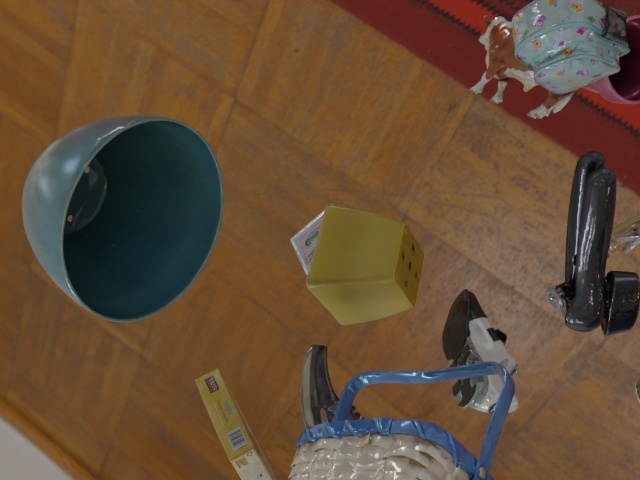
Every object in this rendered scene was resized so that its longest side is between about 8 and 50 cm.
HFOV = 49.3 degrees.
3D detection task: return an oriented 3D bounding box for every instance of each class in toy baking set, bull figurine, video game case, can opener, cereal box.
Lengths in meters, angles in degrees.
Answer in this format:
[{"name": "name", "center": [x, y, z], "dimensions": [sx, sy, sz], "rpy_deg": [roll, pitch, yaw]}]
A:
[{"name": "toy baking set", "center": [0.393, -0.017, 0.835], "dimensions": [0.256, 0.197, 0.030], "rpy_deg": [-26, 82, -2]}, {"name": "bull figurine", "center": [0.454, -0.395, 1.584], "dimensions": [0.310, 0.101, 0.188], "rpy_deg": [35, 106, 42]}, {"name": "video game case", "center": [0.000, 0.000, 1.904], "dimensions": [0.019, 0.157, 0.143], "rpy_deg": [30, 153, 42]}, {"name": "can opener", "center": [0.233, 0.007, 0.603], "dimensions": [0.073, 0.059, 0.186], "rpy_deg": [-15, 121, 0]}, {"name": "cereal box", "center": [-0.123, 0.344, 1.145], "dimensions": [0.173, 0.047, 0.240], "rpy_deg": [51, 164, 46]}]

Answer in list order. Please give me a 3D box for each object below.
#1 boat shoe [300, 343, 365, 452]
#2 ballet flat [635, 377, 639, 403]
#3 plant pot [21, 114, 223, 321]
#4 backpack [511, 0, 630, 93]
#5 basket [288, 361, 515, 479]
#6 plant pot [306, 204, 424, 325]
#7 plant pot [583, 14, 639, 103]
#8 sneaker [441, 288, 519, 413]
[{"name": "boat shoe", "center": [0.029, 0.394, 1.459], "dimensions": [0.130, 0.132, 0.355], "rpy_deg": [-4, 78, -2]}, {"name": "ballet flat", "center": [0.565, 0.276, 1.155], "dimensions": [0.058, 0.250, 0.084], "rpy_deg": [-17, 61, 37]}, {"name": "plant pot", "center": [-0.310, -0.051, 1.013], "dimensions": [0.195, 0.290, 0.290], "rpy_deg": [19, 123, 31]}, {"name": "backpack", "center": [0.440, -0.357, 1.255], "dimensions": [0.166, 0.188, 0.144], "rpy_deg": [-15, 62, 51]}, {"name": "basket", "center": [0.090, 0.275, 0.846], "dimensions": [0.255, 0.289, 0.201], "rpy_deg": [-15, 129, 42]}, {"name": "plant pot", "center": [0.116, 0.056, 1.567], "dimensions": [0.187, 0.212, 0.212], "rpy_deg": [-2, 148, 27]}, {"name": "plant pot", "center": [0.699, -0.432, 1.678], "dimensions": [0.180, 0.201, 0.201], "rpy_deg": [31, 140, 66]}, {"name": "sneaker", "center": [0.368, 0.255, 1.580], "dimensions": [0.146, 0.330, 0.122], "rpy_deg": [18, 131, -13]}]
